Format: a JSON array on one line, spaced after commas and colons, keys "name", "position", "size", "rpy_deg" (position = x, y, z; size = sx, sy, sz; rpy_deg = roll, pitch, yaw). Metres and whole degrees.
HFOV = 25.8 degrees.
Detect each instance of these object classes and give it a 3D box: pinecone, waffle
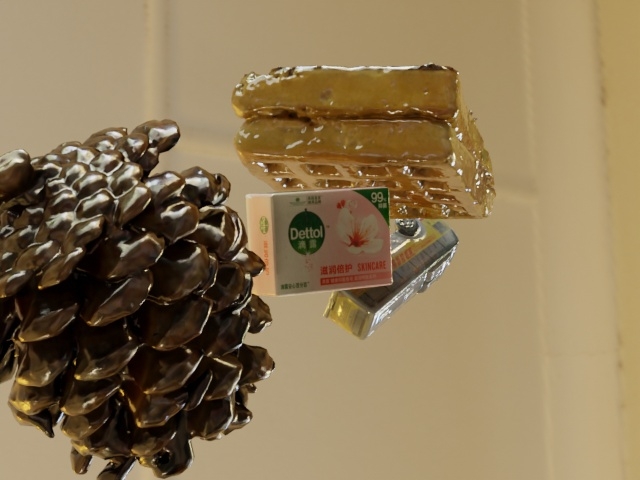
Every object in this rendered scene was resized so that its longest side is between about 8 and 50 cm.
[{"name": "pinecone", "position": [-0.145, 0.041, 0.975], "size": [0.272, 0.224, 0.224], "rpy_deg": [53, -125, -31]}, {"name": "waffle", "position": [0.054, -0.085, 1.386], "size": [0.224, 0.328, 0.098], "rpy_deg": [3, -101, 13]}]

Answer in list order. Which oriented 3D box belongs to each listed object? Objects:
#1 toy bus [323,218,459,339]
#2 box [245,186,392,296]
[{"name": "toy bus", "position": [0.081, 0.034, 1.553], "size": [0.075, 0.064, 0.190], "rpy_deg": [37, -134, 19]}, {"name": "box", "position": [0.000, 0.000, 1.198], "size": [0.125, 0.043, 0.089], "rpy_deg": [-6, -86, -34]}]
